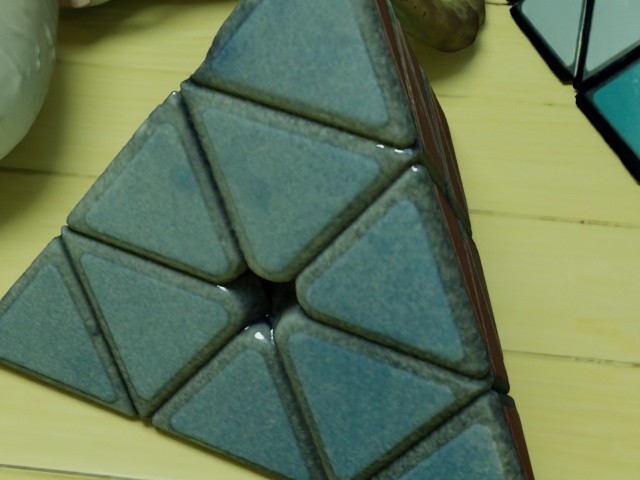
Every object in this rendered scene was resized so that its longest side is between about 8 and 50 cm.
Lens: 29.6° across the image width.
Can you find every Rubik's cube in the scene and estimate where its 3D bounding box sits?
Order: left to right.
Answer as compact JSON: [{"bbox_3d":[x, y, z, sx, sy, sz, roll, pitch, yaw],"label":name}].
[{"bbox_3d":[0.001,-0.002,0.593,0.229,0.228,0.233,23,85,-29],"label":"Rubik's cube"},{"bbox_3d":[0.203,-0.212,0.833,0.234,0.284,0.250,16,21,40],"label":"Rubik's cube"}]

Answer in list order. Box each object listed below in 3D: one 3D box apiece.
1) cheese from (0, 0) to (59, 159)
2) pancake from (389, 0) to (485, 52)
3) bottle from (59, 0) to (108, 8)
[{"bbox_3d":[-0.240,-0.111,0.676,0.198,0.154,0.189,-13,50,4],"label":"cheese"},{"bbox_3d":[0.035,-0.239,0.762,0.031,0.250,0.250,-22,42,28],"label":"pancake"},{"bbox_3d":[-0.116,-0.232,0.804,0.237,0.147,0.147,-24,53,-10],"label":"bottle"}]
